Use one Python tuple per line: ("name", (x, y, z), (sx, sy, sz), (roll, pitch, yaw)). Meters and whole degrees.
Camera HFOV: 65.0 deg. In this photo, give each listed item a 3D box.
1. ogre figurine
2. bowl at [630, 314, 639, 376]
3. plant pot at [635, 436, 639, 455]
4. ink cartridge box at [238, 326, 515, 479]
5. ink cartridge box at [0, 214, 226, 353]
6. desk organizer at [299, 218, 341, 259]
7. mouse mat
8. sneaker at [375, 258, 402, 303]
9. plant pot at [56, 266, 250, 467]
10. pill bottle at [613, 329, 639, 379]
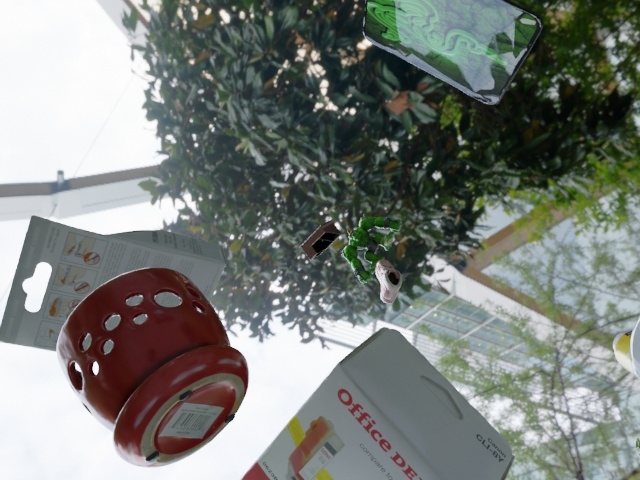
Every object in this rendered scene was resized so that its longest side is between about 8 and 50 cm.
("ogre figurine", (0.135, 0.012, 1.422), (0.118, 0.197, 0.096), (30, -160, 29))
("bowl", (0.420, 0.140, 0.392), (0.297, 0.298, 0.134), (31, -131, -5))
("plant pot", (0.796, 0.488, 1.184), (0.079, 0.083, 0.083), (0, -123, -4))
("ink cartridge box", (0.069, 0.374, 0.823), (0.279, 0.385, 0.160), (44, -147, 17))
("ink cartridge box", (-0.436, 0.111, 1.076), (0.384, 0.308, 0.091), (17, -158, -27))
("desk organizer", (0.000, 0.000, 1.393), (0.047, 0.130, 0.050), (-29, -100, -40))
("mouse mat", (0.130, -0.229, 0.545), (0.189, 0.153, 0.007), (33, -103, 10))
("sneaker", (0.168, 0.081, 1.211), (0.050, 0.070, 0.134), (8, -138, -8))
("plant pot", (-0.191, 0.154, 0.611), (0.191, 0.191, 0.174), (-24, -134, -36))
("pill bottle", (0.461, 0.163, 0.715), (0.065, 0.065, 0.116), (47, -170, 8))
